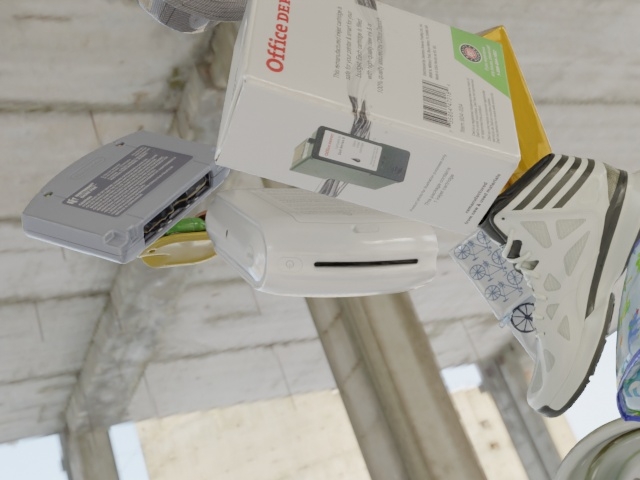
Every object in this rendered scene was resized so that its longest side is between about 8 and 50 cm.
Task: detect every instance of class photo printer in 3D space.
[{"bbox_3d":[0.000,0.000,1.303,0.256,0.307,0.107,-1,-78,-21],"label":"photo printer"}]

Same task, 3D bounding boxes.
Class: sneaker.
[{"bbox_3d":[0.370,0.064,1.634,0.257,0.448,0.169,17,6,1],"label":"sneaker"}]

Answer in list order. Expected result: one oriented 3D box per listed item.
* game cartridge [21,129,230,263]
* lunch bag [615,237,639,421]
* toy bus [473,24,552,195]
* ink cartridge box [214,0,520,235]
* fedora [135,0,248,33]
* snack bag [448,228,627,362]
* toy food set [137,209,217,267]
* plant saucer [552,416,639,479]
[{"bbox_3d":[-0.288,-0.073,1.406,0.294,0.196,0.060,-48,-31,-49],"label":"game cartridge"},{"bbox_3d":[0.294,0.072,0.805,0.096,0.129,0.151,0,-32,27],"label":"lunch bag"},{"bbox_3d":[0.344,-0.234,1.841,0.108,0.333,0.130,-32,15,-29],"label":"toy bus"},{"bbox_3d":[0.045,-0.142,0.957,0.272,0.198,0.115,15,-45,-12],"label":"ink cartridge box"},{"bbox_3d":[-0.160,-0.376,1.248,0.243,0.275,0.124,22,-33,-20],"label":"fedora"},{"bbox_3d":[0.483,0.066,1.922,0.323,0.342,0.037,-35,-4,1],"label":"snack bag"},{"bbox_3d":[-0.235,-0.010,1.739,0.218,0.071,0.128,-4,-25,-34],"label":"toy food set"},{"bbox_3d":[0.563,0.418,1.483,0.400,0.400,0.100,-39,3,30],"label":"plant saucer"}]
